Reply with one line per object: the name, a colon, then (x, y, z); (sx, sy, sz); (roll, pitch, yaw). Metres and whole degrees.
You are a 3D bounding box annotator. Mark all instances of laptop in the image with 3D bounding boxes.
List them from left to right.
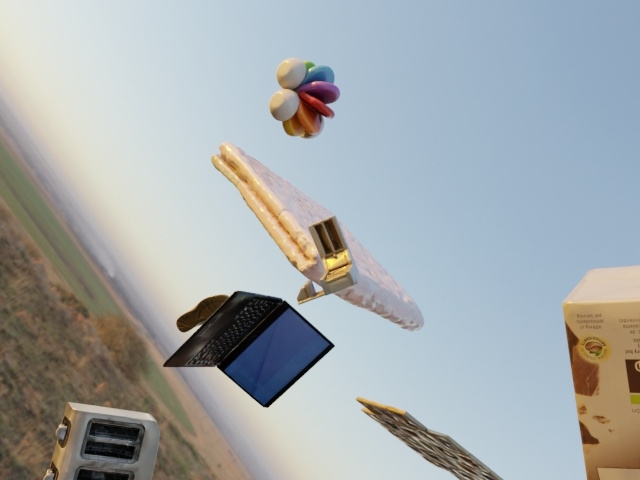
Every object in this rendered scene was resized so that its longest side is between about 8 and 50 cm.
laptop: (-0.145, 0.241, 1.232); (0.136, 0.234, 0.264); (52, 15, 27)

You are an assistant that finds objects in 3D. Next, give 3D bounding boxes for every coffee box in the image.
coffee box: (0.310, 0.179, 0.521); (0.119, 0.168, 0.297); (-8, -87, 33)

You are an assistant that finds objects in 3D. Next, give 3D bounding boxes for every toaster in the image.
toaster: (-0.369, 0.380, 1.004); (0.186, 0.167, 0.110); (16, -15, -21)

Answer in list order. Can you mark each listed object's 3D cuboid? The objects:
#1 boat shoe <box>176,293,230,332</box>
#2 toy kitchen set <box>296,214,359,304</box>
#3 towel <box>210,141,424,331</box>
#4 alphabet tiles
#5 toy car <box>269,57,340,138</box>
boat shoe: (-0.269, 0.170, 1.377); (0.056, 0.153, 0.048); (59, 14, 5)
toy kitchen set: (-0.004, 0.022, 0.634); (0.083, 0.068, 0.075); (-43, 111, -82)
towel: (0.000, 0.000, 0.935); (0.332, 0.053, 0.317); (30, 14, -50)
alphabet tiles: (0.231, 0.410, 1.129); (0.342, 0.011, 0.285); (41, -21, -17)
toy car: (-0.021, -0.326, 1.335); (0.136, 0.181, 0.159); (6, -10, 36)
